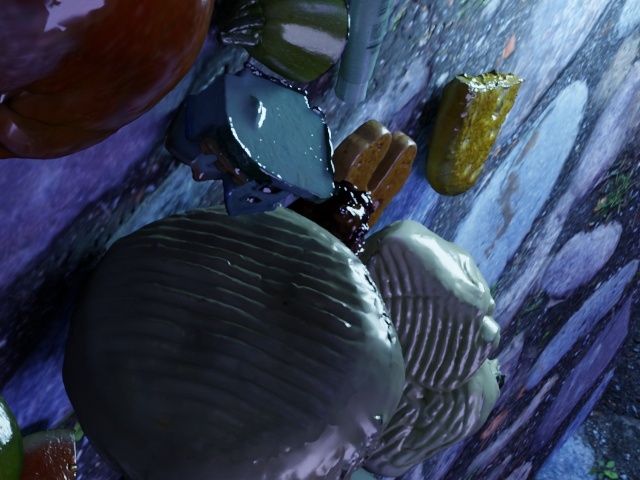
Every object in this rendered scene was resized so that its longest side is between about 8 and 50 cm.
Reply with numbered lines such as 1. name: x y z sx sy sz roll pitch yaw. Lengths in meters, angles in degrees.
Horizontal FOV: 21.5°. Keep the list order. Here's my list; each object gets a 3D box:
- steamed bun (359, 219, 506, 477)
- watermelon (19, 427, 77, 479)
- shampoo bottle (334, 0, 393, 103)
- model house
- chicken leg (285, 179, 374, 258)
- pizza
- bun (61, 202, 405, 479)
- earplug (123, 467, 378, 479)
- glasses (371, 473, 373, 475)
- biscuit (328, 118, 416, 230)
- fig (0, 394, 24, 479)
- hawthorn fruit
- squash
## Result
1. steamed bun: 0.115 0.140 2.237 0.320 0.275 0.206 -65 175 10
2. watermelon: -0.286 0.247 1.722 0.135 0.094 0.125 -51 152 -26
3. shampoo bottle: 0.050 -0.231 1.836 0.069 0.041 0.190 -46 158 -41
4. model house: -0.085 -0.081 1.638 0.148 0.119 0.149 17 147 -41
5. chicken leg: -0.075 0.098 1.883 0.096 0.158 0.407 45 70 -25
6. pizza: 0.202 -0.163 2.266 0.197 0.058 0.292 -52 161 -16
7. bun: -0.091 0.131 1.654 0.326 0.362 0.234 1 134 -14
8. earplug: -0.039 0.408 2.099 0.312 0.394 0.312 -47 160 -24
9. glasses: 0.073 0.306 2.613 0.140 0.104 0.062 -39 156 -31
10. biscuit: 0.000 0.000 2.062 0.333 0.047 0.202 -59 159 10
11. fig: -0.355 0.147 1.375 0.203 0.203 0.235 -29 107 -52
12. hawthorn fruit: -0.185 -0.186 1.057 0.284 0.284 0.284 -46 158 -26
13. squash: -0.053 -0.211 1.594 0.132 0.105 0.105 9 114 -50
